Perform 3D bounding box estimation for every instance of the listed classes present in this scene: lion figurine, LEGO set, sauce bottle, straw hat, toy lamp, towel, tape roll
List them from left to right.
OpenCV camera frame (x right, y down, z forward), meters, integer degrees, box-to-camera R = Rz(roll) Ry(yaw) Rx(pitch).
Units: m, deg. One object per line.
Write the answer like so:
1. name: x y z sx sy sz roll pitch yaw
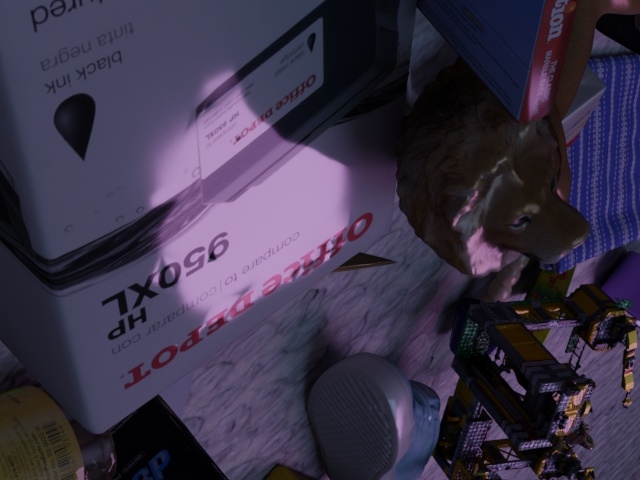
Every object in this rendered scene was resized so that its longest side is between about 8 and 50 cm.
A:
1. sauce bottle: -0.311 0.194 0.766 0.344 0.111 0.111 -16 136 -45
2. straw hat: 0.000 0.000 1.017 0.144 0.144 0.061 -4 85 -52
3. toy lamp: 0.244 0.037 1.385 0.080 0.080 0.274 -7 130 -51
4. lion figurine: 0.160 -0.133 0.783 0.240 0.142 0.392 60 44 -58
5. LEGO set: 0.281 0.223 1.331 0.255 0.192 0.331 7 117 -29
6. towel: 0.367 -0.104 1.331 0.336 0.040 0.243 -15 108 -48
7. tape roll: 0.588 0.133 1.767 0.090 0.275 0.275 -53 151 3

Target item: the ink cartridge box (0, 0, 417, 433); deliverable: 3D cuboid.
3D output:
1. ink cartridge box: -0.092 -0.111 0.659 0.285 0.166 0.395 -34 147 -28

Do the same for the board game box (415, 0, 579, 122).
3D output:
1. board game box: 0.064 -0.211 0.647 0.027 0.281 0.145 -19 141 -17

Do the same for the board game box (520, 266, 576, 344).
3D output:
1. board game box: 0.303 0.085 1.485 0.181 0.043 0.092 -49 164 -59

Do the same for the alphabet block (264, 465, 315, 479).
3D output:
1. alphabet block: -0.014 0.422 1.356 0.192 0.193 0.197 -51 151 -2

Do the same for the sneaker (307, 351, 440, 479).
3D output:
1. sneaker: 0.079 0.206 1.320 0.150 0.135 0.366 -46 160 -24

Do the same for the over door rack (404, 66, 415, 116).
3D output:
1. over door rack: 0.158 -0.249 0.908 0.239 0.108 0.324 -34 147 -25

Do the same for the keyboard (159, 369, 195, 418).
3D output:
1. keyboard: -0.143 0.123 1.021 0.072 0.014 0.256 -23 142 -47

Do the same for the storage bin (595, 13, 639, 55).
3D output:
1. storage bin: 0.376 -0.248 1.133 0.084 0.180 0.122 -40 149 -15

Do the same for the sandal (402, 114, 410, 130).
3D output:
1. sandal: 0.023 -0.048 0.940 0.219 0.060 0.090 -16 152 -10

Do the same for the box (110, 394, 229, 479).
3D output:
1. box: -0.180 0.257 0.938 0.220 0.175 0.051 -42 147 -5

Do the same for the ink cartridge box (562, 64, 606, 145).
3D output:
1. ink cartridge box: 0.195 -0.109 1.091 0.134 0.078 0.231 -38 170 -2
